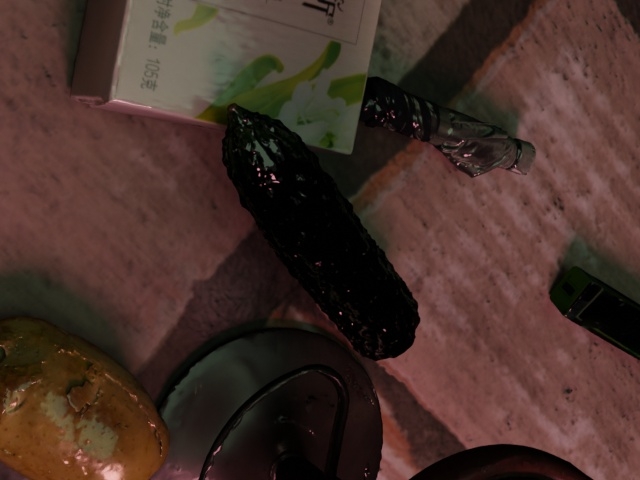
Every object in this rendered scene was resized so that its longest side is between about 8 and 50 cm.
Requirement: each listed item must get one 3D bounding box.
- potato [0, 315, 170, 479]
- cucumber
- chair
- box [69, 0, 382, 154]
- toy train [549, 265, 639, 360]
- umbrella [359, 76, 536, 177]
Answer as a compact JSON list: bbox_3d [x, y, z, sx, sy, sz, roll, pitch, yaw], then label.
[{"bbox_3d":[-0.189,0.124,0.776,0.107,0.080,0.170,-47,111,-3],"label":"potato"},{"bbox_3d":[0.000,0.002,0.805,0.072,0.072,0.300,-52,141,-12],"label":"cucumber"},{"bbox_3d":[0.048,0.208,0.734,0.227,0.401,0.226,-5,101,-28],"label":"chair"},{"bbox_3d":[-0.057,-0.208,0.785,0.194,0.111,0.260,9,91,-29],"label":"box"},{"bbox_3d":[0.314,0.088,1.058,0.209,0.042,0.044,29,107,-29],"label":"toy train"},{"bbox_3d":[0.106,-0.093,0.925,0.188,0.046,0.050,16,108,-31],"label":"umbrella"}]
